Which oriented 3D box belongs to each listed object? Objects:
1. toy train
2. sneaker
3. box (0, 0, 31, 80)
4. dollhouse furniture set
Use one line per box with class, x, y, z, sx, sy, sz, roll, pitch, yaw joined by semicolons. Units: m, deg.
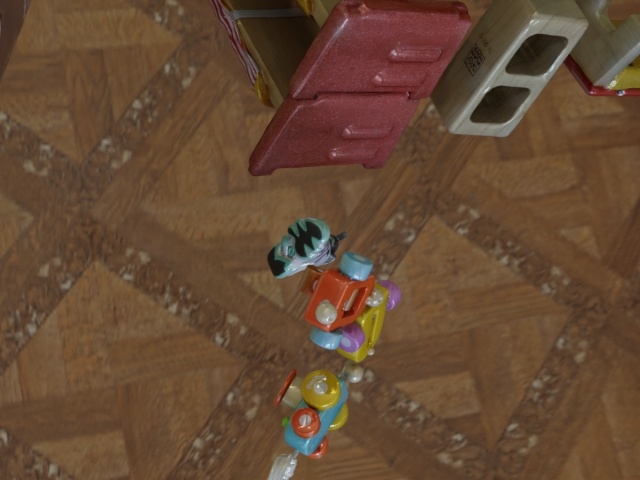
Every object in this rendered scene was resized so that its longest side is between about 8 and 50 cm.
toy train;-0.004;0.072;0.740;0.046;0.166;0.125;28;20;19
sneaker;0.000;0.000;1.070;0.069;0.098;0.038;-14;78;-34
box;-0.315;-0.350;1.115;0.143;0.191;0.381;13;55;-9
dollhouse furniture set;0.093;-0.174;0.898;0.374;0.152;0.201;-4;53;-34
